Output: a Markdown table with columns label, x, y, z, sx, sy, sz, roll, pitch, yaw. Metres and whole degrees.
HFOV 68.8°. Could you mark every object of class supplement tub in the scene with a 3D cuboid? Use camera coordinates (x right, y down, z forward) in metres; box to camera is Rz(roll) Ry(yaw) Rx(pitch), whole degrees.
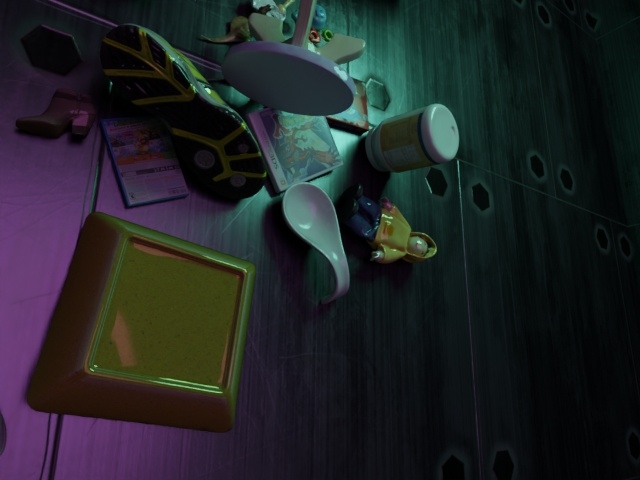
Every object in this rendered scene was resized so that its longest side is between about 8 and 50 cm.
| label | x | y | z | sx | sy | sz | roll | pitch | yaw |
| --- | --- | --- | --- | --- | --- | --- | --- | --- | --- |
| supplement tub | 0.228 | -0.251 | 1.181 | 0.145 | 0.200 | 0.144 | 5 | 83 | -44 |

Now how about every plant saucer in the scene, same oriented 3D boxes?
| label | x | y | z | sx | sy | sz | roll | pitch | yaw |
| --- | --- | --- | --- | --- | --- | --- | --- | --- | --- |
| plant saucer | -0.257 | 0.133 | 0.792 | 0.333 | 0.081 | 0.332 | 21 | 60 | -30 |

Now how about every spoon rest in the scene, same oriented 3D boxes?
| label | x | y | z | sx | sy | sz | roll | pitch | yaw |
| --- | --- | --- | --- | --- | --- | --- | --- | --- | --- |
| spoon rest | 0.000 | 0.000 | 1.035 | 0.137 | 0.084 | 0.276 | -20 | 91 | -38 |

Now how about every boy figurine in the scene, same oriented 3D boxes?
| label | x | y | z | sx | sy | sz | roll | pitch | yaw |
| --- | --- | --- | --- | --- | --- | --- | --- | --- | --- |
| boy figurine | 0.166 | -0.016 | 1.156 | 0.285 | 0.092 | 0.177 | 33 | 58 | -21 |

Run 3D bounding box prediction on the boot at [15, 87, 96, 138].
| label | x | y | z | sx | sy | sz | roll | pitch | yaw |
| --- | --- | --- | --- | --- | --- | --- | --- | --- | --- |
| boot | -0.450 | -0.222 | 0.801 | 0.119 | 0.042 | 0.086 | 6 | 68 | -36 |

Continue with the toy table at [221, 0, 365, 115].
| label | x | y | z | sx | sy | sz | roll | pitch | yaw |
| --- | --- | --- | --- | --- | --- | --- | --- | --- | --- |
| toy table | -0.049 | -0.385 | 0.979 | 0.275 | 0.252 | 0.160 | 19 | 68 | -10 |

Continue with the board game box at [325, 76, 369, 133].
| label | x | y | z | sx | sy | sz | roll | pitch | yaw |
| --- | --- | --- | --- | --- | --- | --- | --- | --- | --- |
| board game box | 0.004 | -0.369 | 1.174 | 0.282 | 0.027 | 0.144 | 6 | 73 | -35 |

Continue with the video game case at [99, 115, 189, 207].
| label | x | y | z | sx | sy | sz | roll | pitch | yaw |
| --- | --- | --- | --- | --- | --- | --- | --- | --- | --- |
| video game case | -0.329 | -0.152 | 0.881 | 0.119 | 0.015 | 0.166 | -17 | 88 | -37 |

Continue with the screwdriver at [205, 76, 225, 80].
| label | x | y | z | sx | sy | sz | roll | pitch | yaw |
| --- | --- | --- | --- | --- | --- | --- | --- | --- | --- |
| screwdriver | -0.222 | -0.350 | 1.015 | 0.170 | 0.025 | 0.024 | -19 | 90 | -29 |

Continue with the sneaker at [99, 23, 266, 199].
| label | x | y | z | sx | sy | sz | roll | pitch | yaw |
| --- | --- | --- | --- | --- | --- | --- | --- | --- | --- |
| sneaker | -0.231 | -0.245 | 0.896 | 0.384 | 0.145 | 0.147 | 54 | 14 | -30 |

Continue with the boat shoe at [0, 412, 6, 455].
| label | x | y | z | sx | sy | sz | roll | pitch | yaw |
| --- | --- | --- | --- | --- | --- | --- | --- | --- | --- |
| boat shoe | -0.479 | 0.219 | 0.640 | 0.066 | 0.063 | 0.184 | -10 | 83 | -37 |

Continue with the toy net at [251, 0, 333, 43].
| label | x | y | z | sx | sy | sz | roll | pitch | yaw |
| --- | --- | --- | --- | --- | --- | --- | --- | --- | --- |
| toy net | -0.071 | -0.544 | 1.159 | 0.232 | 0.045 | 0.121 | -9 | 85 | -36 |

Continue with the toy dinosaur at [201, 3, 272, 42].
| label | x | y | z | sx | sy | sz | roll | pitch | yaw |
| --- | --- | --- | --- | --- | --- | --- | --- | --- | --- |
| toy dinosaur | -0.175 | -0.465 | 1.064 | 0.183 | 0.053 | 0.092 | -39 | 94 | -18 |

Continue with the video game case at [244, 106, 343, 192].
| label | x | y | z | sx | sy | sz | roll | pitch | yaw |
| --- | --- | --- | --- | --- | --- | --- | --- | --- | --- |
| video game case | -0.054 | -0.227 | 1.076 | 0.201 | 0.023 | 0.183 | -28 | 101 | -34 |
